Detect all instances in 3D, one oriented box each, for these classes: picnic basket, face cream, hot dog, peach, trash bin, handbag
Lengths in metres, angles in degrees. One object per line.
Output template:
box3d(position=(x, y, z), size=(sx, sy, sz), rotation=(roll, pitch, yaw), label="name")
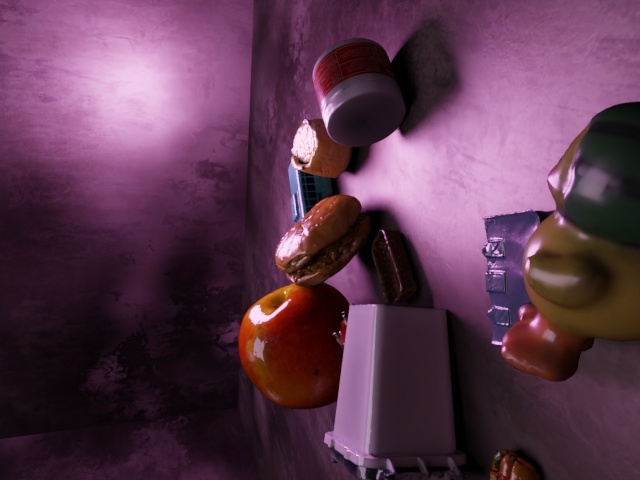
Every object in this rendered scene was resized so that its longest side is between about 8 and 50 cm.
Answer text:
box3d(position=(0.183, 0.067, 1.327), size=(0.110, 0.055, 0.193), rotation=(112, 149, -52), label="picnic basket")
box3d(position=(0.093, -0.366, 1.323), size=(0.201, 0.201, 0.187), rotation=(117, 145, -55), label="face cream")
box3d(position=(0.327, 0.492, 0.916), size=(0.104, 0.076, 0.250), rotation=(-167, 78, -70), label="hot dog")
box3d(position=(-0.050, 0.318, 1.588), size=(0.388, 0.388, 0.388), rotation=(178, 90, -71), label="peach")
box3d(position=(0.167, 0.321, 1.147), size=(0.296, 0.256, 0.367), rotation=(156, 119, -72), label="trash bin")
box3d(position=(0.335, 0.067, 0.878), size=(0.179, 0.062, 0.229), rotation=(165, 102, -74), label="handbag")

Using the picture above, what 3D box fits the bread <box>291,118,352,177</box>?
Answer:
box3d(position=(0.008, -0.287, 1.637), size=(0.197, 0.171, 0.197), rotation=(-4, 85, 59), label="bread")

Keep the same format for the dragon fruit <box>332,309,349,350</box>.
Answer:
box3d(position=(0.121, 0.265, 1.383), size=(0.167, 0.160, 0.172), rotation=(-22, 69, 26), label="dragon fruit")

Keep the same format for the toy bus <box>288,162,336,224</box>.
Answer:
box3d(position=(-0.028, -0.153, 1.791), size=(0.128, 0.147, 0.256), rotation=(126, 139, -64), label="toy bus")

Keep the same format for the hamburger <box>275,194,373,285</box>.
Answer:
box3d(position=(0.000, 0.000, 1.523), size=(0.158, 0.318, 0.319), rotation=(49, 166, -12), label="hamburger")

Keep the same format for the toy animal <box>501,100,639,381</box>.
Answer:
box3d(position=(0.352, 0.009, 0.630), size=(0.191, 0.216, 0.338), rotation=(25, 116, 29), label="toy animal")
